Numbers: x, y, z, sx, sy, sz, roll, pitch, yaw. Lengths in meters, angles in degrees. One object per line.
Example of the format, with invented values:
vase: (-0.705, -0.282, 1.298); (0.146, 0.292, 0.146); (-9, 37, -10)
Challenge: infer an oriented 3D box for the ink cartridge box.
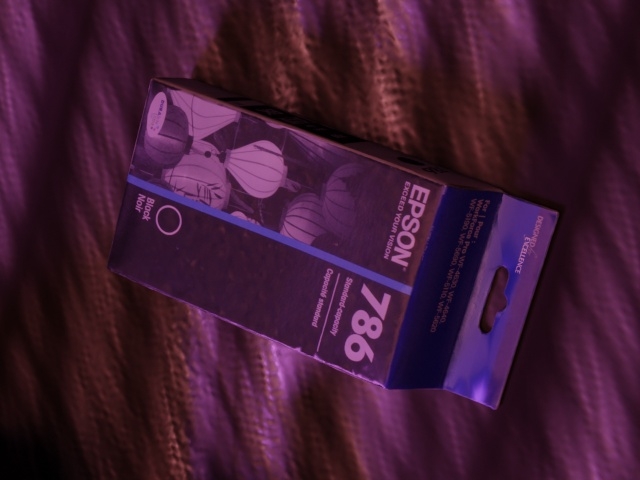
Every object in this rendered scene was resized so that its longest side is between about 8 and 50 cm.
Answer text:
ink cartridge box: (0.000, 0.000, 1.184); (0.333, 0.065, 0.165); (20, 103, 23)
